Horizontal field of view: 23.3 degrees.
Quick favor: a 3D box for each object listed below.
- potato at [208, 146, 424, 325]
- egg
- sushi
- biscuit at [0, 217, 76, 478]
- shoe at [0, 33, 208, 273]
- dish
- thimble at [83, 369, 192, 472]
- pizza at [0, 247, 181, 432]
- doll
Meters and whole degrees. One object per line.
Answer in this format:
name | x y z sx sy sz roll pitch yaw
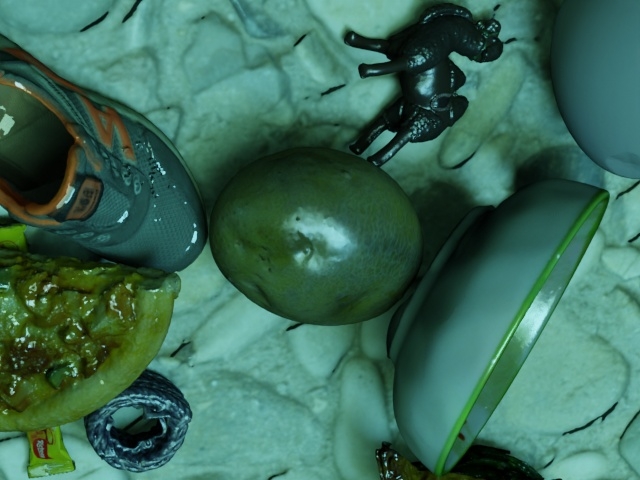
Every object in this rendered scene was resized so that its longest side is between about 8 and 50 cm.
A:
potato | 0.000 0.000 1.473 0.235 0.178 0.160 43 60 -50
egg | 0.308 -0.167 1.497 0.176 0.176 0.231 -9 123 -17
sushi | 0.144 0.285 1.689 0.287 0.149 0.140 19 73 -29
biscuit | -0.282 0.107 1.497 0.048 0.026 0.291 -4 118 2
shoe | -0.214 -0.058 1.351 0.336 0.171 0.132 36 98 -31
dish | 0.151 0.063 1.531 0.124 0.324 0.324 30 106 12
thimble | -0.186 0.178 1.547 0.104 0.066 0.095 8 111 -22
pizza | -0.260 0.084 1.429 0.292 0.058 0.197 -29 112 22
doll | 0.103 -0.157 1.496 0.165 0.057 0.139 -17 118 -18
